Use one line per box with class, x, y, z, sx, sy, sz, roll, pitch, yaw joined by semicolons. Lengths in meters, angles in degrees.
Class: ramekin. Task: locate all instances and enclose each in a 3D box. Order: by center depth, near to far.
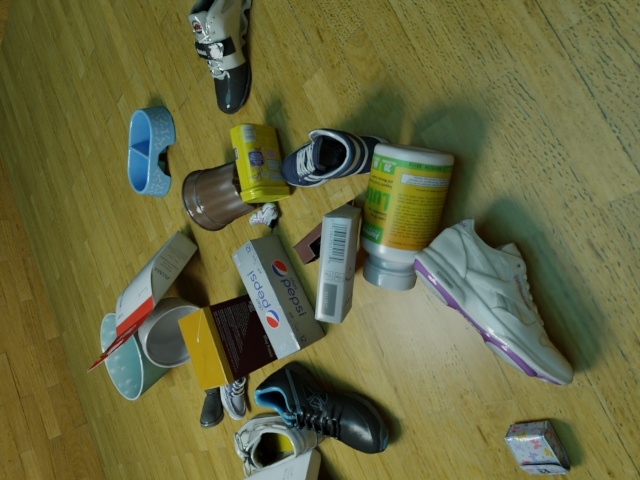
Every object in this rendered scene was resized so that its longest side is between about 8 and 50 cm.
ramekin;-0.461;0.276;1.266;0.109;0.207;0.207;24;114;44

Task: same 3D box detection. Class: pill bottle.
pill bottle;0.144;-0.042;0.729;0.136;0.136;0.246;21;112;35

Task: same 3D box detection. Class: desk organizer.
desk organizer;0.000;0.000;0.920;0.130;0.047;0.050;-41;75;38

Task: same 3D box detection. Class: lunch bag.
lunch bag;0.364;0.354;0.682;0.071;0.053;0.083;-29;89;41

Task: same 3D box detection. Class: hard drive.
hard drive;-0.132;0.682;1.051;0.040;0.203;0.307;43;121;-14

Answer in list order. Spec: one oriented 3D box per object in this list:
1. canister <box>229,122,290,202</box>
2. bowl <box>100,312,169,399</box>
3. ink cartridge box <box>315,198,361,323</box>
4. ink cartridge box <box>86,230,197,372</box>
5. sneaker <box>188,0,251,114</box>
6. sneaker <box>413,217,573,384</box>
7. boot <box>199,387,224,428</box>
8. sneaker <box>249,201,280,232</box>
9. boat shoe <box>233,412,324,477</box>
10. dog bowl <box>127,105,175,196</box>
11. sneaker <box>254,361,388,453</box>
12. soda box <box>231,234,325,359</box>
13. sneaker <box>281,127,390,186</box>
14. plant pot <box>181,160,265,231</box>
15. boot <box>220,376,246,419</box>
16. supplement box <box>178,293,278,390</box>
canister;-0.141;-0.179;0.951;0.073;0.126;0.170;-13;88;36
bowl;-0.640;0.388;1.460;0.311;0.163;0.312;9;104;38
ink cartridge box;0.053;0.026;0.778;0.066;0.232;0.189;9;105;19
ink cartridge box;-0.559;0.179;1.224;0.091;0.385;0.308;43;131;-17
sneaker;-0.254;-0.477;0.975;0.122;0.146;0.331;13;109;36
sneaker;0.297;0.094;0.641;0.152;0.114;0.305;-44;87;-3
boot;-0.339;0.418;1.211;0.190;0.076;0.209;-123;24;-76
sneaker;-0.139;-0.046;1.032;0.098;0.038;0.069;-37;74;39
boat shoe;-0.157;0.559;1.092;0.367;0.156;0.136;-30;79;39
dog bowl;-0.551;-0.281;1.308;0.166;0.074;0.297;30;117;32
sneaker;-0.007;0.408;0.947;0.340;0.139;0.125;13;105;36
soda box;-0.105;0.134;1.001;0.091;0.098;0.286;-36;76;37
sneaker;-0.012;-0.163;0.825;0.282;0.153;0.099;-2;97;40
plant pot;-0.229;-0.121;1.023;0.165;0.167;0.167;-14;90;33
boot;-0.253;0.432;1.203;0.086;0.069;0.190;-33;76;42
supplement box;-0.229;0.256;1.065;0.129;0.194;0.191;-27;81;40
